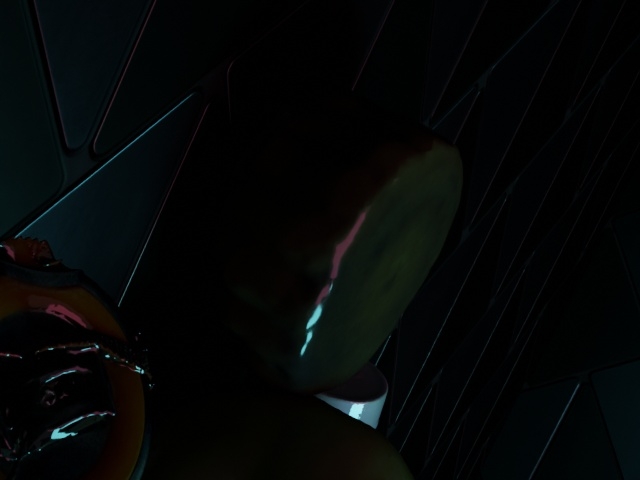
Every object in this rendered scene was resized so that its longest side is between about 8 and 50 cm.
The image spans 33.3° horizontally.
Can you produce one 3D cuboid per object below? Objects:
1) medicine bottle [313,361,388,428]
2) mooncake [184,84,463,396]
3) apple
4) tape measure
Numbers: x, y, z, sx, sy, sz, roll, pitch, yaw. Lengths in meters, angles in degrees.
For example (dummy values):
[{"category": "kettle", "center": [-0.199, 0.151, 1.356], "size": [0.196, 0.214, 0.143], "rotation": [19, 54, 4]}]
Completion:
[{"category": "medicine bottle", "center": [-0.018, 0.263, 1.299], "size": [0.152, 0.152, 0.255], "rotation": [-21, 136, -57]}, {"category": "mooncake", "center": [0.000, 0.000, 1.022], "size": [0.290, 0.161, 0.290], "rotation": [-47, 155, -30]}, {"category": "apple", "center": [-0.047, 0.318, 1.056], "size": [0.357, 0.357, 0.357], "rotation": [-46, 153, -32]}, {"category": "tape measure", "center": [-0.207, 0.108, 0.671], "size": [0.223, 0.135, 0.202], "rotation": [-23, 95, -52]}]
